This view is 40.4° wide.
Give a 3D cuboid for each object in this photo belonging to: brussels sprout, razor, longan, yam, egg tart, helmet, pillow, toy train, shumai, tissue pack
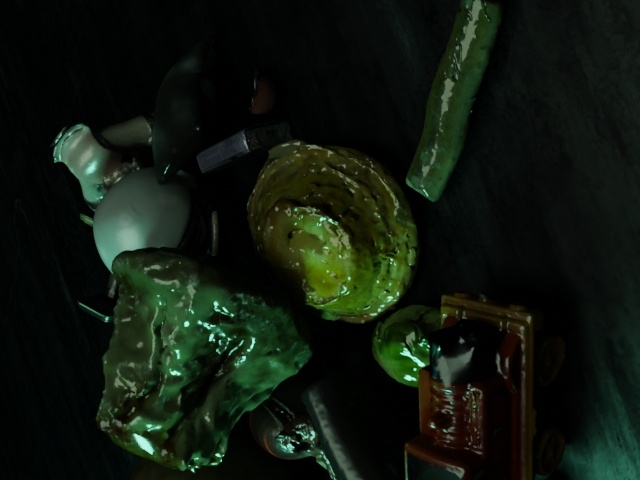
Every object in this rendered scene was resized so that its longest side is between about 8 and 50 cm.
[{"bbox_3d":[0.149,0.180,1.411,0.181,0.100,0.139,-22,101,43],"label":"brussels sprout"},{"bbox_3d":[0.105,0.360,1.447,0.327,0.189,0.107,56,135,20],"label":"razor"},{"bbox_3d":[-0.211,0.571,1.705,0.391,0.391,0.391,18,116,42],"label":"longan"},{"bbox_3d":[0.191,-0.202,1.250,0.071,0.067,0.317,47,133,43],"label":"yam"},{"bbox_3d":[0.000,0.004,1.434,0.341,0.129,0.341,17,123,27],"label":"egg tart"},{"bbox_3d":[-0.098,-0.263,1.545,0.065,0.049,0.084,138,140,-80],"label":"helmet"},{"bbox_3d":[-0.254,-0.243,1.621,0.186,0.106,0.250,-46,32,42],"label":"pillow"},{"bbox_3d":[0.229,0.259,1.248,0.163,0.231,0.369,11,110,43],"label":"toy train"},{"bbox_3d":[-0.218,0.213,1.452,0.324,0.397,0.323,11,68,34],"label":"shumai"},{"bbox_3d":[-0.137,-0.169,1.571,0.156,0.112,0.051,-17,92,48],"label":"tissue pack"}]

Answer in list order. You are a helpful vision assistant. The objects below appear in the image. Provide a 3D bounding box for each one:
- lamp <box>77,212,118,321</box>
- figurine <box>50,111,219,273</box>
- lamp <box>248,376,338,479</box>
[{"bbox_3d":[-0.450,0.074,1.996,0.203,0.124,0.283,26,123,24],"label":"lamp"},{"bbox_3d":[-0.367,-0.061,1.714,0.361,0.211,0.253,53,128,19],"label":"figurine"},{"bbox_3d":[-0.043,0.354,1.621,0.151,0.215,0.223,-43,33,13],"label":"lamp"}]
